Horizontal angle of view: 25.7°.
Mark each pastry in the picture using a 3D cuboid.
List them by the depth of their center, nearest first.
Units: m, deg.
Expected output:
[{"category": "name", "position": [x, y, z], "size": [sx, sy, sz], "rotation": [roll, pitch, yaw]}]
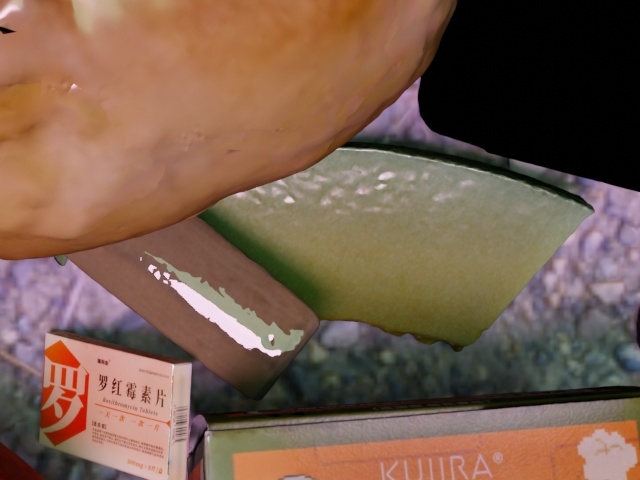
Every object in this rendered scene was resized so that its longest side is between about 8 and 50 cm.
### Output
[{"category": "pastry", "position": [-0.110, -0.187, 0.540], "size": [0.409, 0.245, 0.410], "rotation": [2, 76, -8]}]

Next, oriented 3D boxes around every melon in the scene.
[{"category": "melon", "position": [-0.001, 0.000, 0.706], "size": [0.261, 0.053, 0.114], "rotation": [3, 114, -6]}]

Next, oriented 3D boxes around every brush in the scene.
[{"category": "brush", "position": [-0.125, -0.029, 0.647], "size": [0.282, 0.048, 0.054], "rotation": [38, 92, -1]}]

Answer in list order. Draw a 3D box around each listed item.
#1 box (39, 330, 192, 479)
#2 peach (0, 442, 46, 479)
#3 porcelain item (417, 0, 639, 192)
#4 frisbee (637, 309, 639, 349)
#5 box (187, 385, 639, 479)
[{"category": "box", "position": [-0.099, 0.079, 0.671], "size": [0.015, 0.093, 0.058], "rotation": [-5, 101, -51]}, {"category": "peach", "position": [-0.178, 0.175, 0.602], "size": [0.196, 0.190, 0.226], "rotation": [-56, 130, -38]}, {"category": "porcelain item", "position": [0.201, -0.087, 0.598], "size": [0.281, 0.286, 0.157], "rotation": [15, 93, -9]}, {"category": "frisbee", "position": [0.277, 0.088, 0.767], "size": [0.187, 0.012, 0.211], "rotation": [-28, 99, -6]}, {"category": "box", "position": [0.041, 0.147, 0.639], "size": [0.194, 0.177, 0.148], "rotation": [-3, 78, -8]}]
